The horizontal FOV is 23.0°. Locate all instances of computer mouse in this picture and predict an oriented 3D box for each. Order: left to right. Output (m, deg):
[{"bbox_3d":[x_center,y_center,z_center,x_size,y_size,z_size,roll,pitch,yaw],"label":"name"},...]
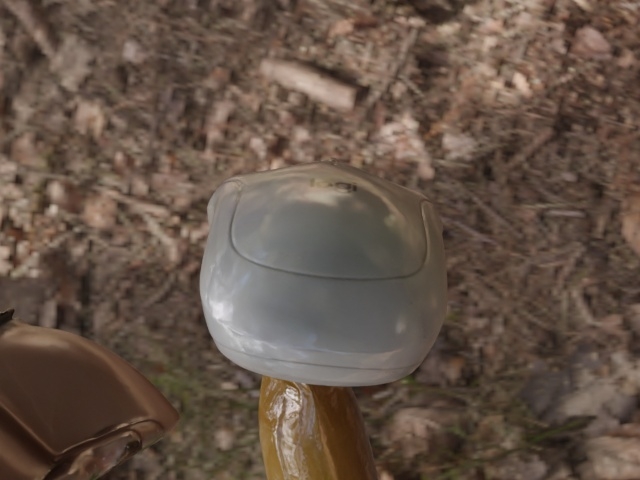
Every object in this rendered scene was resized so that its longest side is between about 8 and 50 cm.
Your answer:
[{"bbox_3d":[0.000,0.000,1.124,0.184,0.297,0.121,5,112,3],"label":"computer mouse"}]

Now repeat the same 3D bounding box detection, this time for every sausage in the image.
[{"bbox_3d":[-0.004,0.194,1.434,0.112,0.112,0.328,14,132,34],"label":"sausage"}]

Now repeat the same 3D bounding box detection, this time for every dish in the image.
[{"bbox_3d":[-0.174,0.103,0.716,0.213,0.213,0.090,-35,87,28],"label":"dish"}]
